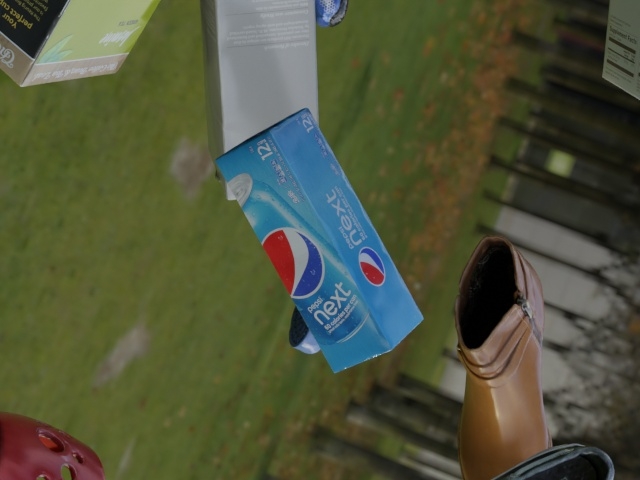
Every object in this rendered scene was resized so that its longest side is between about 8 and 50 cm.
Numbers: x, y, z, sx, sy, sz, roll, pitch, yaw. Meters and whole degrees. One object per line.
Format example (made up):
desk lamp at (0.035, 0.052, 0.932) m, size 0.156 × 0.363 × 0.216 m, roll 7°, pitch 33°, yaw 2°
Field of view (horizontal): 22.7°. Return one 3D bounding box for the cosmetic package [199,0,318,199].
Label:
cosmetic package at (-0.060, -0.171, 1.526) m, size 0.127 × 0.107 × 0.238 m, roll -114°, pitch -163°, yaw -59°

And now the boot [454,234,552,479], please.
boot at (0.189, 0.145, 1.668) m, size 0.220 × 0.109 × 0.283 m, roll 55°, pitch 44°, yaw -68°

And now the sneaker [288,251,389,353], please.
sneaker at (0.030, 0.065, 1.995) m, size 0.081 × 0.090 × 0.232 m, roll -45°, pitch -162°, yaw 42°

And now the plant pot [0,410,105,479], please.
plant pot at (-0.350, 0.265, 1.686) m, size 0.174 × 0.191 × 0.191 m, roll 40°, pitch 63°, yaw -36°

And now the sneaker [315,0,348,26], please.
sneaker at (-0.100, -0.332, 1.656) m, size 0.147 × 0.330 × 0.130 m, roll -42°, pitch 169°, yaw -12°

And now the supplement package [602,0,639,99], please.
supplement package at (0.415, -0.195, 1.515) m, size 0.262 × 0.204 × 0.145 m, roll -122°, pitch -147°, yaw -67°

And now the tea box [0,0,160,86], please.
tea box at (-0.340, -0.413, 1.913) m, size 0.323 × 0.329 × 0.220 m, roll -54°, pitch 166°, yaw 23°

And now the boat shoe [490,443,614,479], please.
boat shoe at (0.153, 0.296, 1.541) m, size 0.306 × 0.113 × 0.105 m, roll -27°, pitch 169°, yaw -6°

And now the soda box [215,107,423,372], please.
soda box at (0.000, 0.000, 1.352) m, size 0.067 × 0.210 × 0.071 m, roll -26°, pitch -174°, yaw 34°
